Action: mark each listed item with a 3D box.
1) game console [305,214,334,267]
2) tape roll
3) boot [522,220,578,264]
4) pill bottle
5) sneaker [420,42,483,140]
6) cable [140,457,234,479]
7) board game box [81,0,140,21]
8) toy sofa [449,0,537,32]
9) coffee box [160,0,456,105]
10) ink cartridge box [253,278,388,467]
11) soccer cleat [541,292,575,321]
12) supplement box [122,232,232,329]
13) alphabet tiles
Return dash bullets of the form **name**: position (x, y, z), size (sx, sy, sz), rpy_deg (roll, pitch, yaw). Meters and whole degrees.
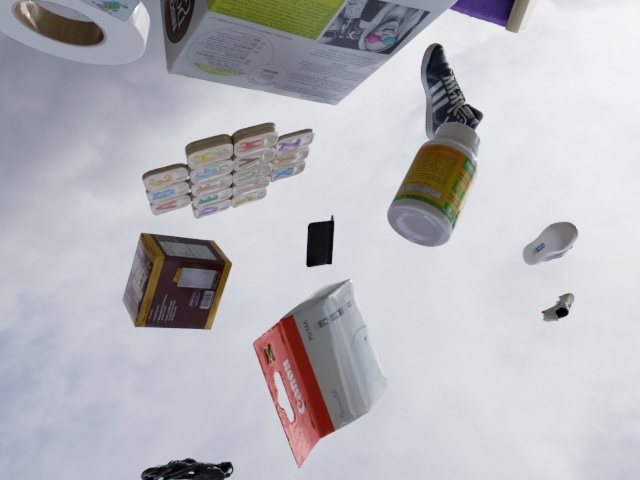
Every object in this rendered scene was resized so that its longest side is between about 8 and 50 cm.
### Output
- **game console**: position (0.000, 0.000, 1.690), size (0.071, 0.122, 0.107), rpy_deg (4, -163, 0)
- **tape roll**: position (-0.592, -0.525, 1.471), size (0.392, 0.392, 0.072), rpy_deg (3, -103, 27)
- **boot**: position (0.556, 0.001, 1.489), size (0.086, 0.190, 0.069), rpy_deg (-10, -106, -20)
- **pill bottle**: position (0.242, -0.121, 1.309), size (0.136, 0.136, 0.246), rpy_deg (11, -122, 33)
- **sneaker**: position (0.368, -0.404, 1.781), size (0.099, 0.282, 0.153), rpy_deg (-26, -148, -32)
- **cable**: position (-0.280, 0.471, 1.320), size (0.150, 0.184, 0.047), rpy_deg (-16, -109, 60)
- **board game box**: position (-0.462, -0.575, 1.166), size (0.097, 0.303, 0.224), rpy_deg (-18, -121, 54)
- **toy sofa**: position (0.251, -0.537, 1.262), size (0.362, 0.150, 0.177), rpy_deg (27, -150, 21)
- **coffee box**: position (-0.049, -0.461, 1.020), size (0.334, 0.338, 0.338), rpy_deg (-31, -117, 51)
- **ink cartridge box**: position (0.016, 0.295, 1.510), size (0.091, 0.308, 0.385), rpy_deg (-15, -172, 28)
- **soccer cleat**: position (0.401, 0.112, 1.057), size (0.083, 0.029, 0.035), rpy_deg (-26, -167, -30)
- **supplement box**: position (-0.348, 0.101, 1.545), size (0.194, 0.191, 0.129), rpy_deg (8, -159, -35)
- **alphabet tiles**: position (-0.146, -0.106, 1.048), size (0.278, 0.284, 0.021), rpy_deg (-17, -104, -14)
